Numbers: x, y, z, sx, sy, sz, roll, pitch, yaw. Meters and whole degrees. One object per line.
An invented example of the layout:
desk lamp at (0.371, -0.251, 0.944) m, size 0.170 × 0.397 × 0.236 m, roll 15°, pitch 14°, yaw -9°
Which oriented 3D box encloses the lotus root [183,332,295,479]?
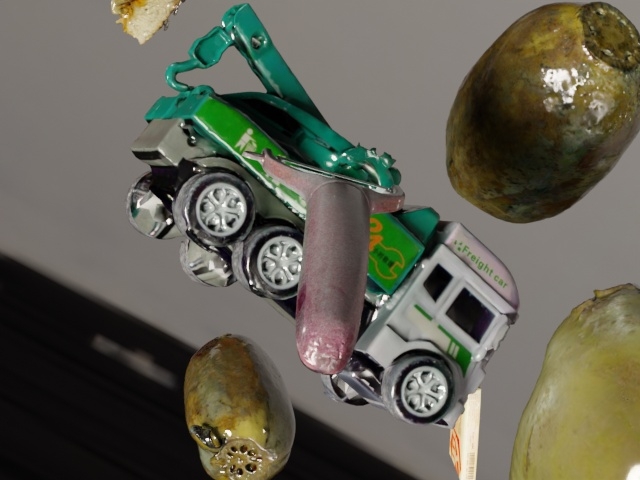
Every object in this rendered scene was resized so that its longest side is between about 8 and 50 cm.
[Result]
lotus root at (-0.093, 0.193, 2.219) m, size 0.241 × 0.123 × 0.124 m, roll -103°, pitch 5°, yaw -62°

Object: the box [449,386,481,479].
box at (0.128, 0.161, 1.712) m, size 0.058 × 0.015 × 0.093 m, roll -113°, pitch 23°, yaw -68°

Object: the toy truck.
toy truck at (-0.002, -0.005, 1.552) m, size 0.178 × 0.363 × 0.176 m, roll -49°, pitch 19°, yaw -12°

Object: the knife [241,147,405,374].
knife at (0.000, -0.002, 1.306) m, size 0.278 × 0.123 × 0.053 m, roll -87°, pitch 10°, yaw -64°

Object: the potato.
potato at (0.245, 0.196, 1.320) m, size 0.243 × 0.221 × 0.326 m, roll -131°, pitch 35°, yaw -53°

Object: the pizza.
pizza at (-0.158, -0.258, 1.800) m, size 0.194 × 0.069 × 0.154 m, roll -53°, pitch 22°, yaw 46°

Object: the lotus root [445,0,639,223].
lotus root at (0.213, -0.118, 1.841) m, size 0.275 × 0.160 × 0.152 m, roll 123°, pitch 161°, yaw -53°
